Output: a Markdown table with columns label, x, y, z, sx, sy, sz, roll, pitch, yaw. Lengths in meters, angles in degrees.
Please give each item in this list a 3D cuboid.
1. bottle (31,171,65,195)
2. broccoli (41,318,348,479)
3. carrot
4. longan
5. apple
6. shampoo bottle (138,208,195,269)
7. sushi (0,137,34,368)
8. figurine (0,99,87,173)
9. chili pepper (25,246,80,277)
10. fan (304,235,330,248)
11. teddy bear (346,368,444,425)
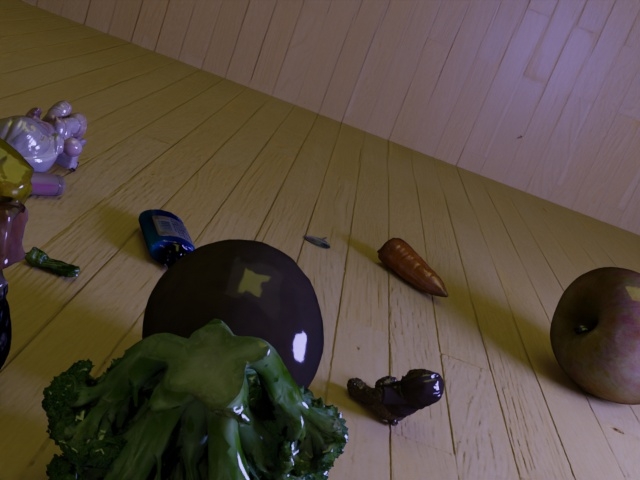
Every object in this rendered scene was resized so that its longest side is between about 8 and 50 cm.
| label | x | y | z | sx | sy | sz | roll | pitch | yaw |
| --- | --- | --- | --- | --- | --- | --- | --- | --- | --- |
| bottle | -0.517 | -0.104 | 1.535 | 0.045 | 0.045 | 0.096 | 34 | 21 | 35 |
| broccoli | -0.117 | 0.192 | 0.824 | 0.295 | 0.245 | 0.265 | -8 | 45 | -11 |
| carrot | 0.212 | 0.067 | 1.827 | 0.072 | 0.072 | 0.205 | 4 | 26 | -43 |
| longan | -0.111 | 0.122 | 1.073 | 0.248 | 0.248 | 0.248 | 19 | 18 | -6 |
| apple | 0.579 | 0.183 | 1.599 | 0.234 | 0.256 | 0.257 | 17 | 18 | -21 |
| shampoo bottle | -0.271 | 0.001 | 1.497 | 0.087 | 0.050 | 0.183 | 15 | 18 | -26 |
| sushi | -0.484 | 0.001 | 0.873 | 0.329 | 0.285 | 0.328 | 2 | 26 | -43 |
| figurine | -0.562 | -0.188 | 1.612 | 0.182 | 0.144 | 0.256 | 43 | 16 | 0 |
| chili pepper | -0.409 | 0.037 | 1.281 | 0.091 | 0.034 | 0.030 | 22 | 51 | 1 |
| fan | 0.003 | 0.004 | 1.875 | 0.080 | 0.003 | 0.060 | 3 | 26 | -44 |
| teddy bear | 0.113 | 0.228 | 1.212 | 0.119 | 0.077 | 0.160 | 7 | -17 | -33 |
